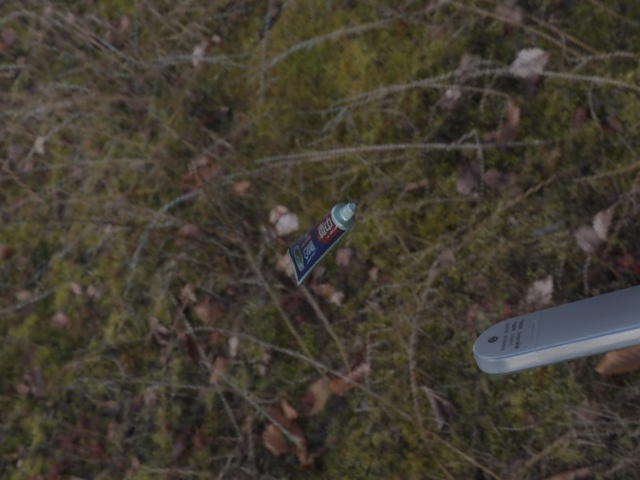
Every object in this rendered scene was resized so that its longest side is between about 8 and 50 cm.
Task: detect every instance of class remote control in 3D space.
[{"bbox_3d":[0.254,0.075,0.874,0.245,0.022,0.077,-18,18,25],"label":"remote control"}]

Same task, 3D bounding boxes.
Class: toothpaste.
[{"bbox_3d":[0.000,0.000,0.827,0.140,0.021,0.037,-46,58,57],"label":"toothpaste"}]
